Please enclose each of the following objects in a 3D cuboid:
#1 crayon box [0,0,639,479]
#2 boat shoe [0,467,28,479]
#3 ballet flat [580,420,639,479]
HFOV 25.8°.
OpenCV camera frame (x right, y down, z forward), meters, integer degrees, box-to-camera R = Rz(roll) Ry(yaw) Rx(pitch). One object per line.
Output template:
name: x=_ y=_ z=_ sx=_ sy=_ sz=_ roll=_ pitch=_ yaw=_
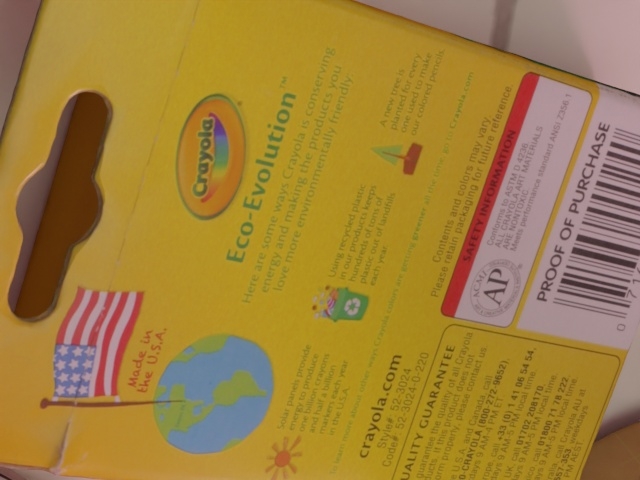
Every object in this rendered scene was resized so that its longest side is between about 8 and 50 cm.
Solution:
crayon box: x=0.000 y=0.000 z=0.582 sx=0.318 sy=0.081 sz=0.202 roll=13 pitch=100 yaw=-34
boat shoe: x=-0.134 y=0.149 z=0.544 sx=0.301 sy=0.102 sz=0.108 roll=33 pitch=89 yaw=-36
ballet flat: x=0.222 y=0.131 z=0.770 sx=0.232 sy=0.073 sz=0.080 roll=-15 pitch=113 yaw=-26
